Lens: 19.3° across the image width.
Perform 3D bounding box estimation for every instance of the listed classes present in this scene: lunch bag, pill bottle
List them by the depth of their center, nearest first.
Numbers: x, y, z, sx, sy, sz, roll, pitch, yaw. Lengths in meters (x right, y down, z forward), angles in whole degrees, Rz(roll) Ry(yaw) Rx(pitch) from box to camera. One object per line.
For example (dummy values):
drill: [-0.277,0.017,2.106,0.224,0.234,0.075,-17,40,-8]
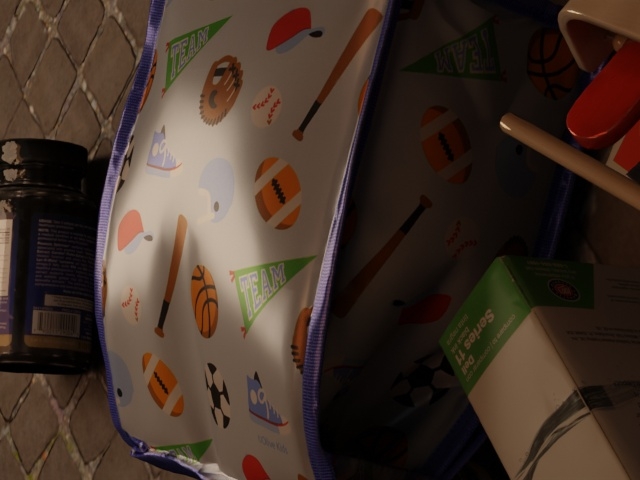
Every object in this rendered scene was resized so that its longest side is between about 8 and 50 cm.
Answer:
lunch bag: [0.000,0.000,1.357,0.328,0.239,0.385,6,79,56]
pill bottle: [-0.277,0.017,1.822,0.123,0.123,0.219,-8,76,53]

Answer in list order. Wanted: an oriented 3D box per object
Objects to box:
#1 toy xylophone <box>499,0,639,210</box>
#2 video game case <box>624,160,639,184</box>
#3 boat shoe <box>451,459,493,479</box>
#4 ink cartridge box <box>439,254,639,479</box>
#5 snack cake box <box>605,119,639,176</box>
toy xylophone: [0.234,-0.091,0.990,0.236,0.081,0.323,-45,40,-1]
video game case: [0.284,0.079,1.009,0.026,0.196,0.274,-42,42,-5]
boat shoe: [0.010,0.281,1.404,0.335,0.095,0.112,-58,43,29]
ink cartridge box: [0.187,0.115,1.149,0.087,0.153,0.208,-57,42,33]
snack cake box: [0.298,-0.045,1.083,0.264,0.089,0.152,45,121,48]
